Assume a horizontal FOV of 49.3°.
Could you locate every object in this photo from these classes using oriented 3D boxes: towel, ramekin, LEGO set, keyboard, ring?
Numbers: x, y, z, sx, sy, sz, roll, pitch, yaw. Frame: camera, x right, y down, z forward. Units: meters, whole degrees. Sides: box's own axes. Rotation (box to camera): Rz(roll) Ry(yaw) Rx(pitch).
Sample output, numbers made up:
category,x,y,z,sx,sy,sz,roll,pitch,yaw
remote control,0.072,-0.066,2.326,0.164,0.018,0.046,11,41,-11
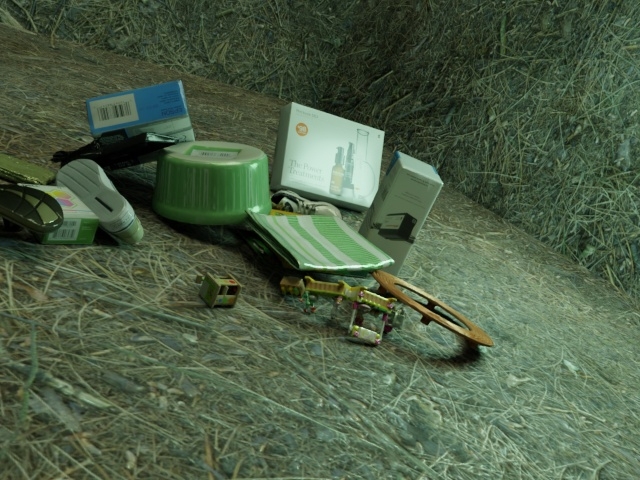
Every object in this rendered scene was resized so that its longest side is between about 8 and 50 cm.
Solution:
category,x,y,z,sx,sy,sz,roll,pitch,yaw
towel,-0.690,-0.158,1.592,0.148,0.027,0.110,18,17,-9
ramekin,-0.270,-0.154,1.753,0.303,0.148,0.303,4,19,-1
LEGO set,0.045,0.155,1.509,0.286,0.107,0.132,16,-16,-6
keyboard,-0.514,-0.215,1.671,0.317,0.033,0.201,-11,-2,33
towel,0.000,0.000,1.683,0.324,0.038,0.248,4,28,-44
ring,0.265,0.169,1.685,0.336,0.032,0.336,30,8,-5

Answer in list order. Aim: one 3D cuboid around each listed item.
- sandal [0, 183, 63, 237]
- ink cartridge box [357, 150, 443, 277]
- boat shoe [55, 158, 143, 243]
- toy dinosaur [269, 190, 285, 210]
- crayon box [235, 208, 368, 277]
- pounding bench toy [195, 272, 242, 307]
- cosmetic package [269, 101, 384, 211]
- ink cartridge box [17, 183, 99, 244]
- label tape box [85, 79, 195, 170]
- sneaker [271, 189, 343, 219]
category,x,y,z,sx,sy,sz,roll,pitch,yaw
sandal,-0.612,-0.055,1.310,0.302,0.086,0.120,12,20,18
ink cartridge box,0.211,-0.072,1.963,0.129,0.308,0.223,23,17,-6
boat shoe,-0.488,-0.082,1.526,0.302,0.109,0.094,39,-20,41
toy dinosaur,-0.159,-0.104,1.920,0.053,0.093,0.183,-21,7,-24
crayon box,-0.038,0.004,1.816,0.318,0.081,0.202,8,23,-37
pounding bench toy,-0.206,0.092,1.401,0.065,0.052,0.083,5,24,-44
cosmetic package,0.028,-0.275,2.364,0.377,0.285,0.097,12,-12,-29
ink cartridge box,-0.556,-0.067,1.428,0.109,0.062,0.209,1,27,-48
label tape box,-0.456,-0.276,1.849,0.240,0.106,0.334,-14,-16,-8
sneaker,-0.062,-0.080,2.012,0.234,0.094,0.153,30,20,22
